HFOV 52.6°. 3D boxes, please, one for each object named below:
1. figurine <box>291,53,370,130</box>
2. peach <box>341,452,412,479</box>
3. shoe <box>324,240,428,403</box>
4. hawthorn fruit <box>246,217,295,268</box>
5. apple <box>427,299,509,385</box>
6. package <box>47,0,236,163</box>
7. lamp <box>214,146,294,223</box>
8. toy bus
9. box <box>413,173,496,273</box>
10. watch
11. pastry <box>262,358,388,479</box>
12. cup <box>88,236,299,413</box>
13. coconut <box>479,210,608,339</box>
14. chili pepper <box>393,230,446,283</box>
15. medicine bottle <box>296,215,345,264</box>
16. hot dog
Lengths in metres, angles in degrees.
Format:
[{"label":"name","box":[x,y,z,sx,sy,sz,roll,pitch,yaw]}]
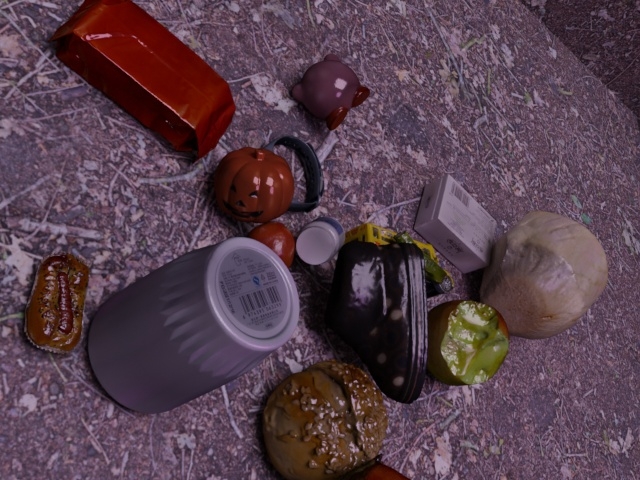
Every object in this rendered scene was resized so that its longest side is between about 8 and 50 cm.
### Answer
[{"label":"figurine","box":[0.024,-0.418,1.803,0.173,0.173,0.173,19,60,-36]},{"label":"peach","box":[0.132,0.651,1.301,0.339,0.353,0.417,-38,98,-47]},{"label":"shoe","box":[0.127,0.192,1.535,0.236,0.171,0.385,0,84,-2]},{"label":"hawthorn fruit","box":[-0.109,0.015,1.505,0.140,0.125,0.125,-22,87,-5]},{"label":"apple","box":[0.395,0.285,1.778,0.246,0.246,0.227,13,74,-38]},{"label":"package","box":[-0.373,-0.366,1.441,0.423,0.123,0.196,40,52,-21]},{"label":"lamp","box":[-0.151,-0.136,1.491,0.187,0.164,0.188,9,32,-6]},{"label":"toy bus","box":[0.212,0.067,1.774,0.330,0.144,0.152,19,59,-34]},{"label":"box","box":[0.430,-0.051,2.049,0.260,0.111,0.195,41,49,-25]},{"label":"watch","box":[-0.071,-0.168,1.673,0.192,0.068,0.207,-20,84,-45]},{"label":"pastry","box":[0.033,0.406,1.433,0.315,0.184,0.285,1,73,-43]},{"label":"cup","box":[-0.230,0.152,1.185,0.253,0.371,0.254,27,48,-35]},{"label":"coconut","box":[0.692,0.111,2.048,0.345,0.415,0.415,46,44,9]},{"label":"chili pepper","box":[0.267,0.052,1.700,0.201,0.050,0.052,43,86,-20]},{"label":"medicine bottle","box":[0.000,0.000,1.582,0.103,0.102,0.186,62,12,-3]},{"label":"hot dog","box":[-0.478,0.113,1.184,0.108,0.059,0.191,20,57,-40]}]
